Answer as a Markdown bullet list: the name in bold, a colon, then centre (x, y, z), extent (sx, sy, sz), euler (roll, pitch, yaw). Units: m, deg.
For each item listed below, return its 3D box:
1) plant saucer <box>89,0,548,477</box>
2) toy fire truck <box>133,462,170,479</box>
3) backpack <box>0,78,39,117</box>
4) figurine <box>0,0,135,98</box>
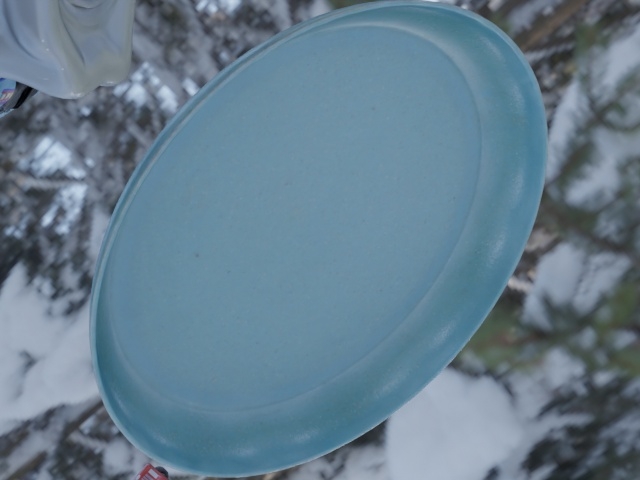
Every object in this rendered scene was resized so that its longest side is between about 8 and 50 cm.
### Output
- **plant saucer**: centre (0.000, 0.000, 0.823), extent (0.318, 0.317, 0.044), euler (11, -158, -44)
- **toy fire truck**: centre (-0.139, 0.304, 1.297), extent (0.047, 0.135, 0.192), euler (28, 164, 47)
- **backpack**: centre (-0.248, -0.110, 0.838), extent (0.158, 0.173, 0.116), euler (-41, -68, -59)
- **figurine**: centre (-0.190, -0.083, 0.437), extent (0.215, 0.210, 0.092), euler (-37, -52, -64)
